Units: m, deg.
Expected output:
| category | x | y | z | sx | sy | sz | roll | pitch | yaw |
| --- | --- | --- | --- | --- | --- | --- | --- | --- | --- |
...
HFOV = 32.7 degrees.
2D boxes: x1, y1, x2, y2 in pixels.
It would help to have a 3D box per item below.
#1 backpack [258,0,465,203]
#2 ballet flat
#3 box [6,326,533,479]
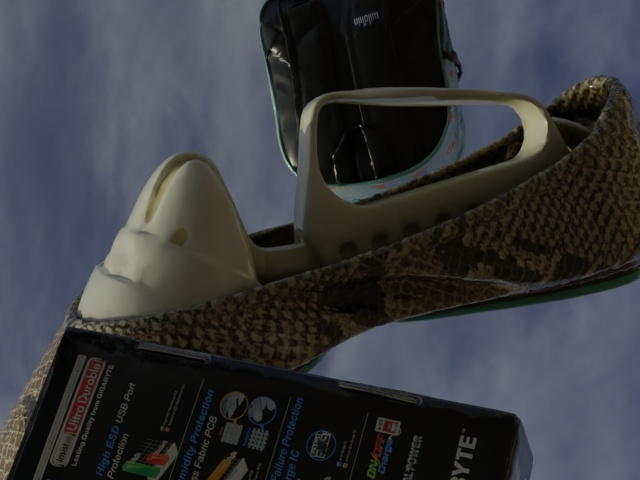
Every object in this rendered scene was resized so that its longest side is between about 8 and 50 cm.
| category | x | y | z | sx | sy | sz | roll | pitch | yaw |
| --- | --- | --- | --- | --- | --- | --- | --- | --- | --- |
| backpack | 0.041 | -0.122 | 0.934 | 0.165 | 0.144 | 0.188 | -12 | -111 | 11 |
| ballet flat | 0.000 | 0.000 | 0.701 | 0.482 | 0.164 | 0.182 | -19 | -72 | -13 |
| box | -0.039 | 0.148 | 0.357 | 0.175 | 0.051 | 0.220 | 8 | -113 | 20 |
